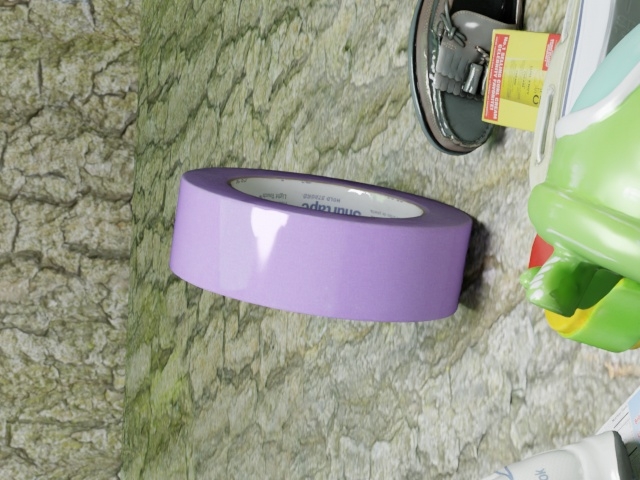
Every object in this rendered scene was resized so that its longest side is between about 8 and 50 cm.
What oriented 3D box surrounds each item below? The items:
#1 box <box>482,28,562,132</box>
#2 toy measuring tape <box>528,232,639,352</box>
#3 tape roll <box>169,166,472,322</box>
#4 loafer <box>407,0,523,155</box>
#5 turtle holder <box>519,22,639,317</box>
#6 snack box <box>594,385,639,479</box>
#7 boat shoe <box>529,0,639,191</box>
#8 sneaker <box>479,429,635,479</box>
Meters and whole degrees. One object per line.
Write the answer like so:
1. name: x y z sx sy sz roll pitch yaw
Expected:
1. box: 0.206 -0.124 1.403 0.232 0.058 0.087 -151 67 -70
2. toy measuring tape: 0.212 0.055 1.206 0.330 0.121 0.121 -93 17 -59
3. tape roll: 0.000 0.000 1.631 0.275 0.275 0.090 -148 65 -69
4. loafer: 0.141 -0.212 1.572 0.084 0.096 0.267 -8 76 64
5. turtle holder: 0.266 -0.031 1.006 0.243 0.320 0.227 24 95 35
6. snack box: 0.250 0.127 1.260 0.178 0.022 0.064 119 149 -50
7. boat shoe: 0.209 -0.154 1.228 0.094 0.109 0.302 -21 44 57
8. sneaker: 0.146 0.222 1.342 0.297 0.129 0.111 106 155 -61
